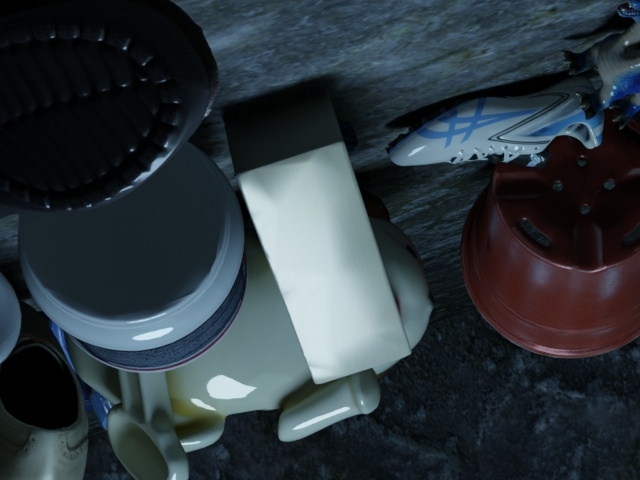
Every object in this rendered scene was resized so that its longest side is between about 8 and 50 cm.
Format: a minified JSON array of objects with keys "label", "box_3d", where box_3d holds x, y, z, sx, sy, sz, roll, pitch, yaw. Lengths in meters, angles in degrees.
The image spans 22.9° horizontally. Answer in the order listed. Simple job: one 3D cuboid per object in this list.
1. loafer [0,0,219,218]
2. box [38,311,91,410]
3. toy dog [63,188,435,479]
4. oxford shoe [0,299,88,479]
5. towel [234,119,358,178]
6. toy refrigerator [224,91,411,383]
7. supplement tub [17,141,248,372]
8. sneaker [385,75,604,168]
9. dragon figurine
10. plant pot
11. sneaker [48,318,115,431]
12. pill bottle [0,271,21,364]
[{"label":"loafer","box_3d":[-0.193,-0.092,1.066,0.366,0.134,0.130,-15,-159,44]},{"label":"box","box_3d":[-0.306,0.154,2.055,0.036,0.136,0.225,-38,160,29]},{"label":"toy dog","box_3d":[-0.060,0.094,1.781,0.408,0.284,0.395,-13,-176,-26]},{"label":"oxford shoe","box_3d":[-0.311,0.154,1.722,0.140,0.397,0.146,5,117,-23]},{"label":"towel","box_3d":[-0.024,-0.084,1.573,0.119,0.029,0.067,-21,170,19]},{"label":"toy refrigerator","box_3d":[0.000,0.000,1.485,0.102,0.094,0.269,-18,128,2]},{"label":"supplement tub","box_3d":[-0.161,0.010,1.387,0.191,0.191,0.272,-17,170,-5]},{"label":"sneaker","box_3d":[0.186,-0.109,1.637,0.237,0.086,0.085,-14,171,-12]},{"label":"dragon figurine","box_3d":[0.329,-0.175,1.521,0.144,0.085,0.289,-23,167,29]},{"label":"plant pot","box_3d":[0.301,-0.024,1.855,0.272,0.272,0.265,-17,162,-1]},{"label":"sneaker","box_3d":[-0.261,0.145,1.960,0.087,0.221,0.083,-12,-146,26]},{"label":"pill bottle","box_3d":[-0.415,0.108,1.657,0.130,0.130,0.246,-10,168,-34]}]
